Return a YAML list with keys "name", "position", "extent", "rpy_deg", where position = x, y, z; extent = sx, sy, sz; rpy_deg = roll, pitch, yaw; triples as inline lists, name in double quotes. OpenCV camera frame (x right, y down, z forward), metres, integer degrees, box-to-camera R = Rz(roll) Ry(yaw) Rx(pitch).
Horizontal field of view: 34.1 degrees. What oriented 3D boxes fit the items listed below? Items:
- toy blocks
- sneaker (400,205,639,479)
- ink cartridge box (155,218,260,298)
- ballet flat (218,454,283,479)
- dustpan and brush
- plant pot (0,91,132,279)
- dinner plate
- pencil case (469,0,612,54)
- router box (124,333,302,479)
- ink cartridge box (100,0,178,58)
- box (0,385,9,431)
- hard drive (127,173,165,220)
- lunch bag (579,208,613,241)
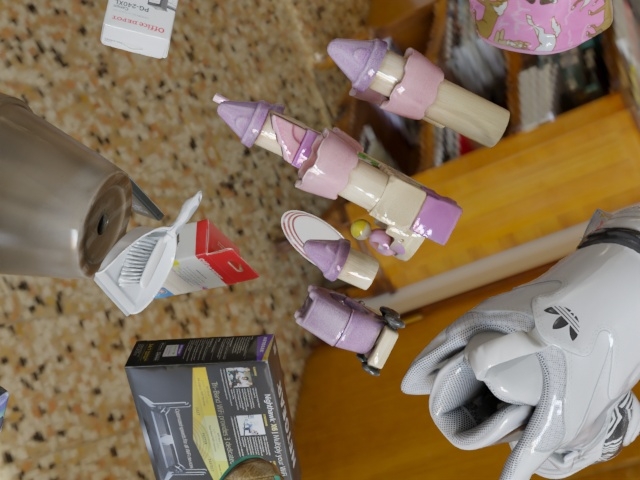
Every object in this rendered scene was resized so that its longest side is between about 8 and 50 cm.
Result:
- name: "toy blocks"
  position: [-0.002, -0.075, 1.125]
  extent: [0.260, 0.308, 0.288]
  rpy_deg: [25, 7, -11]
- name: "sneaker"
  position: [0.170, 0.129, 0.865]
  extent: [0.210, 0.365, 0.137]
  rpy_deg: [-27, 63, -22]
- name: "ink cartridge box"
  position: [-0.242, 0.033, 1.966]
  extent: [0.134, 0.231, 0.078]
  rpy_deg: [50, 34, -55]
- name: "ballet flat"
  position: [-0.141, 0.433, 1.362]
  extent: [0.116, 0.342, 0.124]
  rpy_deg: [14, 30, -48]
- name: "dustpan and brush"
  position: [-0.249, 0.006, 1.599]
  extent: [0.211, 0.060, 0.147]
  rpy_deg: [-65, 157, -22]
- name: "plant pot"
  position: [-0.479, -0.065, 1.736]
  extent: [0.323, 0.281, 0.323]
  rpy_deg: [18, 90, -80]
- name: "dinner plate"
  position: [0.000, 0.000, 1.627]
  extent: [0.141, 0.141, 0.017]
  rpy_deg: [52, 59, -27]
- name: "pencil case"
  position: [0.237, -0.390, 1.134]
  extent: [0.167, 0.160, 0.386]
  rpy_deg: [46, -25, 47]
- name: "router box"
  position: [-0.175, 0.310, 1.771]
  extent: [0.081, 0.243, 0.308]
  rpy_deg: [-76, 160, -60]
- name: "ink cartridge box"
  position: [-0.287, -0.384, 1.691]
  extent: [0.109, 0.063, 0.150]
  rpy_deg: [12, 69, -12]
- name: "box"
  position: [-0.583, 0.345, 1.273]
  extent: [0.212, 0.395, 0.293]
  rpy_deg: [27, 29, 15]
- name: "hard drive"
  position: [-0.395, -0.097, 2.183]
  extent: [0.022, 0.094, 0.135]
  rpy_deg: [-55, 134, -18]
- name: "lunch bag"
  position: [0.407, 0.006, 1.510]
  extent: [0.053, 0.083, 0.071]
  rpy_deg: [18, 20, -7]
